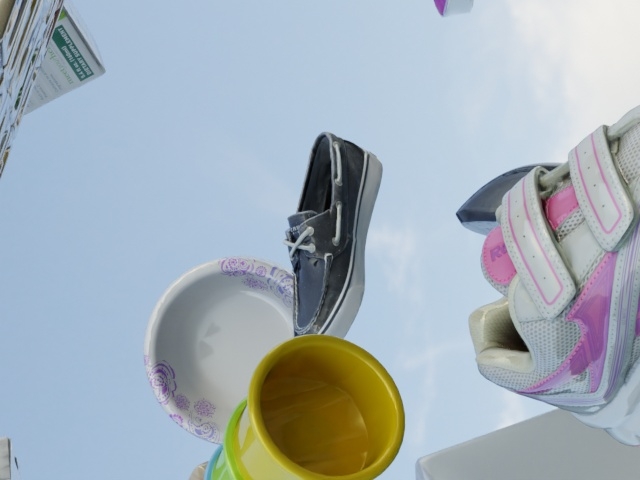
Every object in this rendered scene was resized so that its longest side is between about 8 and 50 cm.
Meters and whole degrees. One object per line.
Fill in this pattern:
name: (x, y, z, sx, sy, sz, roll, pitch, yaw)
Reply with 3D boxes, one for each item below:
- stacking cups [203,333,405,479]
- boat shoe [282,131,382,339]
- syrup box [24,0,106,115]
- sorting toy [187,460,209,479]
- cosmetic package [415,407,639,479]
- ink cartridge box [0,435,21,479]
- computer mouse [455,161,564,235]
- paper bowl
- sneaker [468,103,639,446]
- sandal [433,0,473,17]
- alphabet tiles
stacking cups: (-0.043, 0.169, 0.808, 0.096, 0.316, 0.096, 9, -122, -15)
boat shoe: (0.000, 0.000, 1.533, 0.102, 0.108, 0.301, 30, -118, -31)
syrup box: (-0.346, -0.167, 1.216, 0.093, 0.237, 0.096, 61, -179, -40)
sorting toy: (-0.128, 0.453, 1.477, 0.257, 0.255, 0.089, 39, -156, 24)
cosmetic package: (0.314, 0.223, 0.984, 0.230, 0.453, 0.161, 83, 165, -46)
ink cartridge box: (-0.419, 0.280, 1.403, 0.099, 0.135, 0.056, 96, 164, -55)
computer mouse: (0.254, -0.022, 0.982, 0.184, 0.262, 0.060, 18, -102, -52)
paper bowl: (-0.119, 0.164, 1.858, 0.148, 0.284, 0.284, -17, -87, -85)
sneaker: (0.141, 0.002, 0.597, 0.103, 0.111, 0.252, -90, 10, -52)
sandal: (0.107, -0.280, 1.210, 0.169, 0.416, 0.102, 38, -104, -23)
alphabet tiles: (-0.158, -0.131, 0.678, 0.011, 0.285, 0.343, 19, -99, -11)
